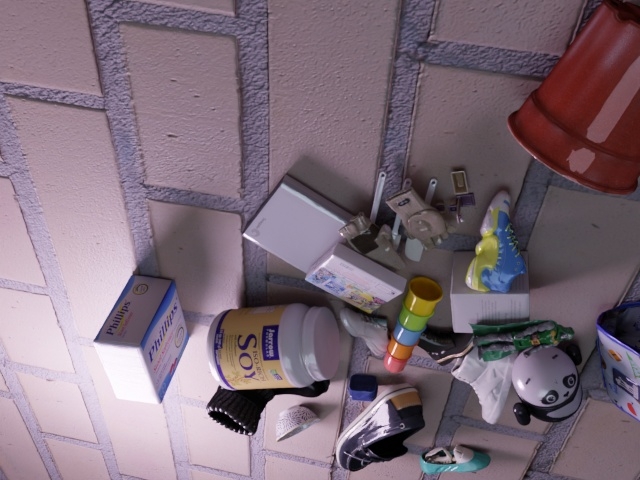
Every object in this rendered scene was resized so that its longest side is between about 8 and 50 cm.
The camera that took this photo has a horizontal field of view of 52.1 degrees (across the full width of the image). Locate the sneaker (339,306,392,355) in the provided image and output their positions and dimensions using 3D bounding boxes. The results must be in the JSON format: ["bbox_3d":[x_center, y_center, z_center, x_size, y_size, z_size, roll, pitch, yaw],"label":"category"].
[{"bbox_3d":[0.144,0.244,1.878,0.094,0.080,0.212,-33,124,24],"label":"sneaker"}]

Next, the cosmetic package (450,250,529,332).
[{"bbox_3d":[0.423,0.129,1.627,0.184,0.151,0.151,0,133,17],"label":"cosmetic package"}]

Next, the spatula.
[{"bbox_3d":[0.185,-0.054,1.584,0.168,0.019,0.242,9,125,-1],"label":"spatula"}]

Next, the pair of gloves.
[{"bbox_3d":[0.180,-0.022,1.565,0.240,0.042,0.204,-32,125,31],"label":"pair of gloves"}]

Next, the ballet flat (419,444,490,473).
[{"bbox_3d":[0.452,0.747,2.243,0.247,0.083,0.087,-16,111,26],"label":"ballet flat"}]

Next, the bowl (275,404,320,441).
[{"bbox_3d":[-0.092,0.618,2.256,0.170,0.170,0.080,-47,64,41],"label":"bowl"}]

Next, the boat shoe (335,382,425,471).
[{"bbox_3d":[0.192,0.654,2.144,0.187,0.156,0.500,-3,141,-31],"label":"boat shoe"}]

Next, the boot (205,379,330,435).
[{"bbox_3d":[-0.160,0.492,2.052,0.348,0.260,0.131,14,134,3],"label":"boot"}]

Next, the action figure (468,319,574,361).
[{"bbox_3d":[0.486,0.235,1.566,0.232,0.063,0.137,-15,125,23],"label":"action figure"}]

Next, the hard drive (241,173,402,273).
[{"bbox_3d":[0.000,0.000,1.701,0.353,0.047,0.233,31,132,-13],"label":"hard drive"}]

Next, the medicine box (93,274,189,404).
[{"bbox_3d":[-0.529,0.299,1.978,0.149,0.263,0.289,7,133,9],"label":"medicine box"}]

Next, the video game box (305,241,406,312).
[{"bbox_3d":[0.087,0.100,1.674,0.205,0.048,0.187,29,147,-11],"label":"video game box"}]

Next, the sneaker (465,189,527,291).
[{"bbox_3d":[0.425,0.010,1.509,0.126,0.091,0.240,17,104,10],"label":"sneaker"}]

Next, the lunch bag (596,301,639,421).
[{"bbox_3d":[0.899,0.323,1.626,0.386,0.239,0.327,5,136,34],"label":"lunch bag"}]

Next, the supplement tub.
[{"bbox_3d":[-0.132,0.305,1.887,0.332,0.241,0.241,-8,129,22],"label":"supplement tub"}]

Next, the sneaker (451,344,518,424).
[{"bbox_3d":[0.464,0.409,1.916,0.169,0.108,0.292,9,124,10],"label":"sneaker"}]

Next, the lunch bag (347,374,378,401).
[{"bbox_3d":[0.133,0.474,2.086,0.099,0.067,0.065,3,132,13],"label":"lunch bag"}]

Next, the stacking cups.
[{"bbox_3d":[0.244,0.239,1.809,0.096,0.096,0.316,16,131,1],"label":"stacking cups"}]

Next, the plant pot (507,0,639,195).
[{"bbox_3d":[0.525,-0.267,1.176,0.273,0.272,0.265,22,125,-5],"label":"plant pot"}]

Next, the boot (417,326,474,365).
[{"bbox_3d":[0.345,0.272,1.840,0.137,0.076,0.198,34,131,-9],"label":"boot"}]

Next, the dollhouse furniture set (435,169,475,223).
[{"bbox_3d":[0.301,-0.097,1.501,0.091,0.081,0.114,-5,130,20],"label":"dollhouse furniture set"}]

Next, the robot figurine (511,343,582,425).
[{"bbox_3d":[0.617,0.393,1.774,0.174,0.209,0.278,-4,149,24],"label":"robot figurine"}]
